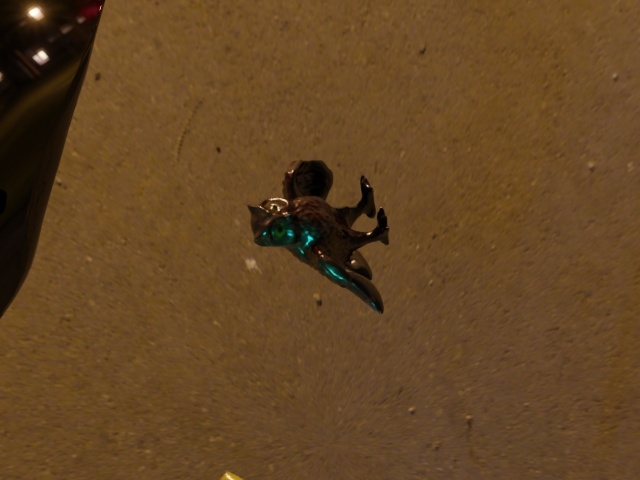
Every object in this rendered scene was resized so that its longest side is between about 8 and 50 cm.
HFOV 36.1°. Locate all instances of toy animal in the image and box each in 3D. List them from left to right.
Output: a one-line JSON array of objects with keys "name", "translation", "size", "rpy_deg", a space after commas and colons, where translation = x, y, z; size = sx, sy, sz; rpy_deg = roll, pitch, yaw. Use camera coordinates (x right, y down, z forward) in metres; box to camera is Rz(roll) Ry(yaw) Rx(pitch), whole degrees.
[{"name": "toy animal", "translation": [-0.007, -0.001, 1.141], "size": [0.180, 0.116, 0.218], "rpy_deg": [-2, 54, -27]}]

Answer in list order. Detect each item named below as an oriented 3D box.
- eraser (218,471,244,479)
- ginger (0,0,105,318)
[{"name": "eraser", "translation": [-0.082, 0.385, 1.116], "size": [0.158, 0.069, 0.226], "rpy_deg": [-39, 49, -23]}, {"name": "ginger", "translation": [-0.237, -0.127, 0.280], "size": [0.358, 0.413, 0.211], "rpy_deg": [-21, 40, -31]}]
